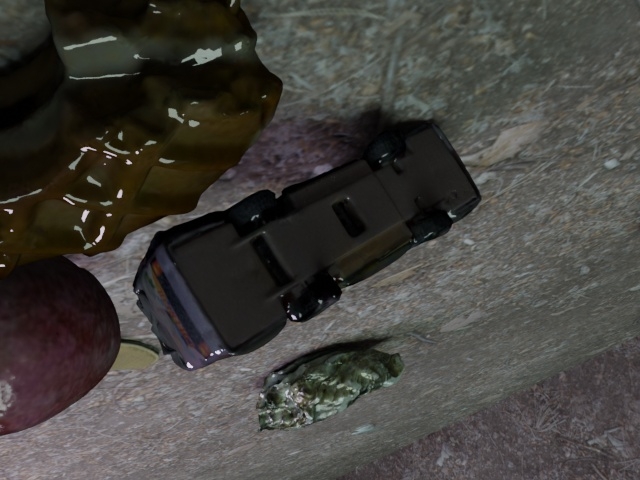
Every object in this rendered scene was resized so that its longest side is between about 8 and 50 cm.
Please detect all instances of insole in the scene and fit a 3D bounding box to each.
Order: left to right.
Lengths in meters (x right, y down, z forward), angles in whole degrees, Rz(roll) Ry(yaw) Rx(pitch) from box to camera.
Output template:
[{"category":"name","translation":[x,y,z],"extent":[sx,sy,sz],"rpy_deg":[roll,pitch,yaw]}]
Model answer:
[{"category":"insole","translation":[-0.306,0.146,0.870],"extent":[0.081,0.011,0.248],"rpy_deg":[-31,152,24]}]

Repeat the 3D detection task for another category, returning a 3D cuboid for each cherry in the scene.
[{"category":"cherry","translation":[-0.277,0.083,0.580],"extent":[0.192,0.175,0.250],"rpy_deg":[-24,157,32]}]

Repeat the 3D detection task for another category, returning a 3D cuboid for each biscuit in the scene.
[{"category":"biscuit","translation":[-0.225,-0.073,0.377],"extent":[0.366,0.115,0.268],"rpy_deg":[8,143,-41]}]

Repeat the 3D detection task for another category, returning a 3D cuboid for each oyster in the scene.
[{"category":"oyster","translation":[0.007,0.274,1.224],"extent":[0.268,0.112,0.198],"rpy_deg":[-37,149,27]}]

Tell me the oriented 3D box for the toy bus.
[{"category":"toy bus","translation":[0.000,0.000,0.588],"extent":[0.317,0.112,0.138],"rpy_deg":[-25,173,-38]}]
